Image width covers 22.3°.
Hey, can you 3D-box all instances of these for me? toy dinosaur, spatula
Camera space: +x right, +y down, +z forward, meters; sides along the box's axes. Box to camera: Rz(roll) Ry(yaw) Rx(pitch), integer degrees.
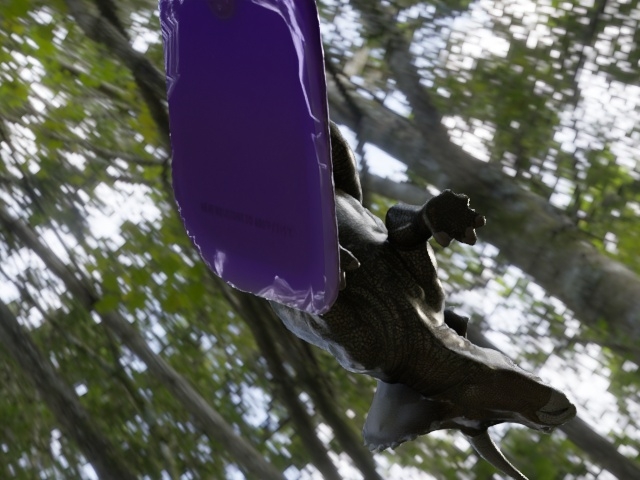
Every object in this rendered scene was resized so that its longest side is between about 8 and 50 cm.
[{"bbox_3d":[0.000,0.000,0.869,0.121,0.313,0.160,-33,-23,-25],"label":"toy dinosaur"},{"bbox_3d":[-0.006,-0.131,0.454,0.030,0.084,0.296,7,-86,-37],"label":"spatula"}]
